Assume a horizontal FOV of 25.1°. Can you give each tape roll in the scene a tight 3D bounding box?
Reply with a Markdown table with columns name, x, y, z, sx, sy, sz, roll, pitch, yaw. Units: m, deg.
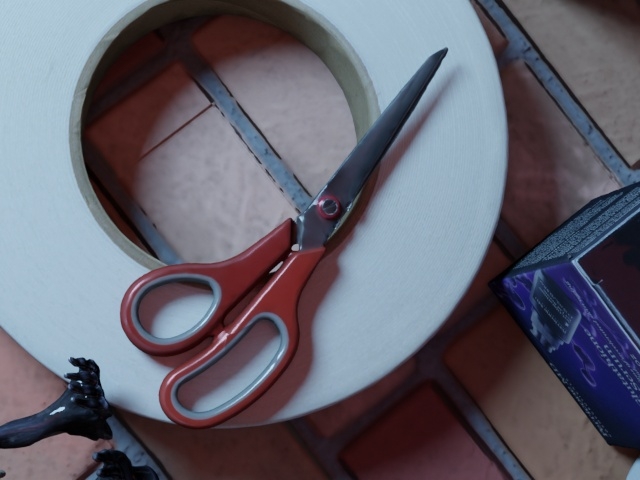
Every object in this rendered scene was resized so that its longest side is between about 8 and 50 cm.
| name | x | y | z | sx | sy | sz | roll | pitch | yaw |
| --- | --- | --- | --- | --- | --- | --- | --- | --- | --- |
| tape roll | -0.067 | -0.066 | 0.979 | 0.392 | 0.072 | 0.392 | 1 | 84 | -9 |

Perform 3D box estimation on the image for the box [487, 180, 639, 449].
| name | x | y | z | sx | sy | sz | roll | pitch | yaw |
| --- | --- | --- | --- | --- | --- | --- | --- | --- | --- |
| box | 0.217 | 0.049 | 0.938 | 0.108 | 0.207 | 0.153 | -37 | 89 | -10 |

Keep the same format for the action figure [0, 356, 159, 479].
| name | x | y | z | sx | sy | sz | roll | pitch | yaw |
| --- | --- | --- | --- | --- | --- | --- | --- | --- | --- |
| action figure | -0.245 | 0.172 | 0.869 | 0.276 | 0.141 | 0.164 | -30 | 55 | 6 |

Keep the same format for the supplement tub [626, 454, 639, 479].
| name | x | y | z | sx | sy | sz | roll | pitch | yaw |
| --- | --- | --- | --- | --- | --- | --- | --- | --- | --- |
| supplement tub | 0.317 | 0.204 | 0.967 | 0.144 | 0.144 | 0.199 | -42 | 91 | -10 |

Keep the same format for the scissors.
| name | x | y | z | sx | sy | sz | roll | pitch | yaw |
| --- | --- | --- | --- | --- | --- | --- | --- | --- | --- |
| scissors | 0.000 | 0.000 | 0.937 | 0.297 | 0.021 | 0.109 | -39 | 89 | -11 |
